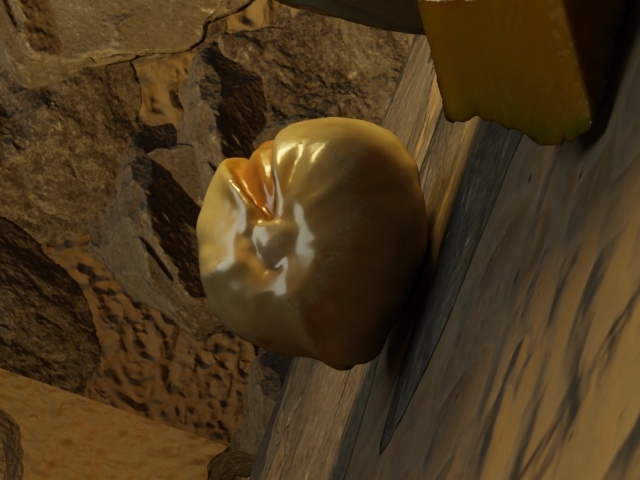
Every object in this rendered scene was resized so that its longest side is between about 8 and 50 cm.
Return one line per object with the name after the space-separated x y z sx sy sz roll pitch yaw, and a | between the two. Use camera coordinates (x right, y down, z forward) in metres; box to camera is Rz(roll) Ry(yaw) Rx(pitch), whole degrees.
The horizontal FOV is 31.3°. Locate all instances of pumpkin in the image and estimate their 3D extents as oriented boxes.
0.120 -0.183 0.630 0.131 0.126 0.248 2 106 52 | pumpkin

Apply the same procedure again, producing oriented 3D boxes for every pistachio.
0.000 0.000 1.090 0.309 0.229 0.230 -63 -7 -71 | pistachio

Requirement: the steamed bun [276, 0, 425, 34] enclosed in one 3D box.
0.011 -0.313 0.946 0.255 0.342 0.368 -41 39 23 | steamed bun
